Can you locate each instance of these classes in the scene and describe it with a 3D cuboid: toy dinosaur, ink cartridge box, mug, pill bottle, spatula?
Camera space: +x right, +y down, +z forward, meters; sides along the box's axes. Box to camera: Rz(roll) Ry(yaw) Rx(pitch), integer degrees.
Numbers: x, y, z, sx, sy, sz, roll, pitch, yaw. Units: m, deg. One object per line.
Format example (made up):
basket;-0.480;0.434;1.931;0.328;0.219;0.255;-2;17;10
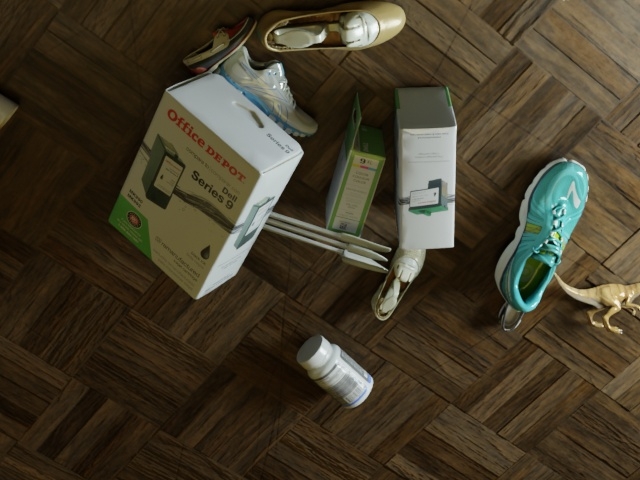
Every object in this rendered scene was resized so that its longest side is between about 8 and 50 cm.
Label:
toy dinosaur;0.500;0.104;1.990;0.211;0.064;0.112;0;103;-10
ink cartridge box;-0.187;-0.087;1.764;0.211;0.121;0.289;40;128;13
mug;-0.534;-0.210;1.796;0.064;0.078;0.062;41;140;-12
pill bottle;0.025;0.239;2.051;0.078;0.078;0.137;-38;113;20
ink cartridge box;0.063;-0.122;1.820;0.062;0.109;0.209;12;119;-7
ink cartridge box;0.166;-0.116;1.795;0.092;0.160;0.219;-2;121;2
spatula;0.000;0.000;1.865;0.242;0.168;0.019;17;80;6

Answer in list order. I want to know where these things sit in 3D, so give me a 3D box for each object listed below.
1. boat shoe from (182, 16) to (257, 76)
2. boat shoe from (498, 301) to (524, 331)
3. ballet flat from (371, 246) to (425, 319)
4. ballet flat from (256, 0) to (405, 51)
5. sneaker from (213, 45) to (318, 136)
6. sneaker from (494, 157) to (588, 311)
boat shoe;-0.157;-0.308;1.750;0.137;0.049;0.043;-37;112;25
boat shoe;0.352;0.107;1.994;0.046;0.038;0.125;18;119;-9
ballet flat;0.141;0.072;1.966;0.057;0.052;0.168;19;118;-10
ballet flat;0.018;-0.321;1.725;0.232;0.073;0.080;-6;121;3
sneaker;-0.072;-0.239;1.778;0.190;0.071;0.083;33;109;-18
sneaker;0.385;-0.003;1.882;0.107;0.110;0.275;15;109;-9
